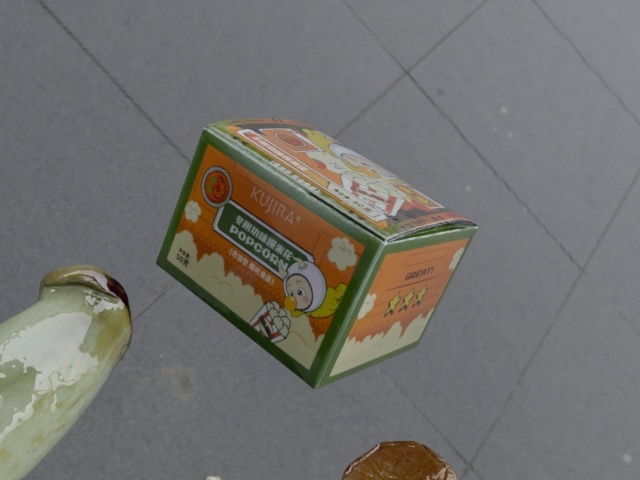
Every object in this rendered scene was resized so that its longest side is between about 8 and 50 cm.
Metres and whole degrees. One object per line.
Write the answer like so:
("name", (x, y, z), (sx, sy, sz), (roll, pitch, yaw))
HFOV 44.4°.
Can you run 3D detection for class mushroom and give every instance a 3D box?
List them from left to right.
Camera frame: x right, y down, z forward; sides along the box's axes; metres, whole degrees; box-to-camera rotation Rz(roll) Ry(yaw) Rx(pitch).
("mushroom", (-0.221, 0.128, 0.468), (0.312, 0.081, 0.100), (-50, 143, -46))

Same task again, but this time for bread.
("bread", (0.057, 0.182, 0.543), (0.085, 0.085, 0.053), (-30, 121, -39))

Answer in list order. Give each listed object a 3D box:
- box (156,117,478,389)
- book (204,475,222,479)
("box", (0.000, 0.000, 0.687), (0.195, 0.148, 0.177), (35, 22, 27))
("book", (-0.072, 0.402, 0.675), (0.018, 0.228, 0.322), (-10, 44, 9))
